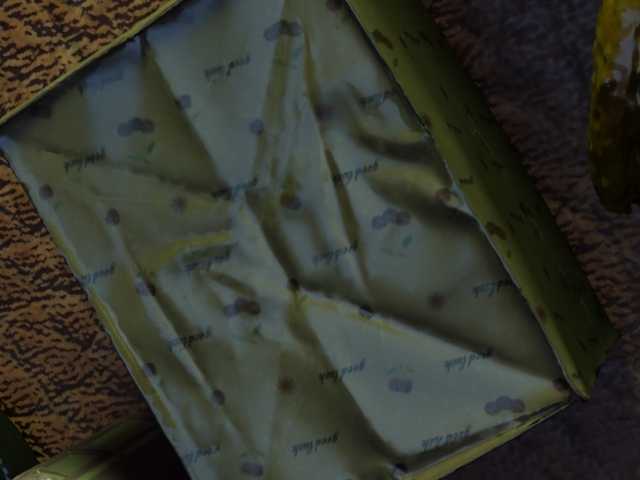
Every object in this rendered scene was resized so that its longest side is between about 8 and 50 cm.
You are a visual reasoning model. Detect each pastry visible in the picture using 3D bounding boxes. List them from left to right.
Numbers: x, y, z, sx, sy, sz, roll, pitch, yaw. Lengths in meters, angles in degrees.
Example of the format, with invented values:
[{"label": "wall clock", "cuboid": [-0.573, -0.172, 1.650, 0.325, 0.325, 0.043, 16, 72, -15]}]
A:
[{"label": "pastry", "cuboid": [0.199, -0.101, 0.747, 0.103, 0.189, 0.189, 7, 102, 15]}]

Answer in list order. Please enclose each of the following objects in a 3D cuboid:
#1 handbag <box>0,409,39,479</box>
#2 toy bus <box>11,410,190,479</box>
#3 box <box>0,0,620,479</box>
[{"label": "handbag", "cuboid": [-0.335, 0.217, 1.023, 0.308, 0.093, 0.254, -29, 90, 20]}, {"label": "toy bus", "cuboid": [-0.114, 0.199, 0.890, 0.142, 0.202, 0.142, 16, 104, 17]}, {"label": "box", "cuboid": [0.000, 0.000, 0.827, 0.225, 0.190, 0.297, -32, 89, 19]}]
